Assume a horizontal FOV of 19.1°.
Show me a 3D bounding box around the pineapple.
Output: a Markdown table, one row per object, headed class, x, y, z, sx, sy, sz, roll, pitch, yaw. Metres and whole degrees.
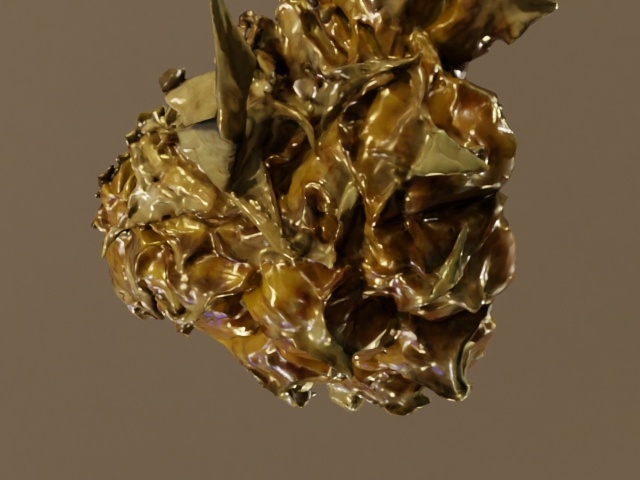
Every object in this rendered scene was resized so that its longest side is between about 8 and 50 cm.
| class | x | y | z | sx | sy | sz | roll | pitch | yaw |
| --- | --- | --- | --- | --- | --- | --- | --- | --- | --- |
| pineapple | -0.005 | 0.001 | 0.840 | 0.158 | 0.161 | 0.334 | -10 | -29 | -25 |
